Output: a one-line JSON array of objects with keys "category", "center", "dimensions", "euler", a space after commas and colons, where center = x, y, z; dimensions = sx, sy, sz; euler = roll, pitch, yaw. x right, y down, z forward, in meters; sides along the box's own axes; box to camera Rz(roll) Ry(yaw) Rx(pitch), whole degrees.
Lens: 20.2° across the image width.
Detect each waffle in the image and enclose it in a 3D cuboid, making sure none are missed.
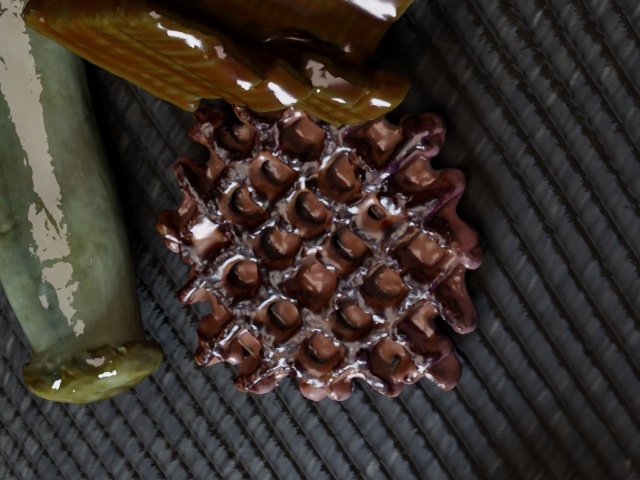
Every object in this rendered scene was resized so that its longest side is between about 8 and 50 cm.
[{"category": "waffle", "center": [0.000, 0.000, 1.191], "dimensions": [0.221, 0.055, 0.234], "euler": [1, 111, 19]}]

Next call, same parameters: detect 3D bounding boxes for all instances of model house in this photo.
[{"category": "model house", "center": [-0.044, -0.171, 1.084], "dimensions": [0.199, 0.220, 0.229], "euler": [21, 128, -25]}]

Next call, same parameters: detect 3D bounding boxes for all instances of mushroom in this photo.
[{"category": "mushroom", "center": [-0.191, -0.046, 1.234], "dimensions": [0.107, 0.087, 0.333], "euler": [-11, 101, 21]}]
